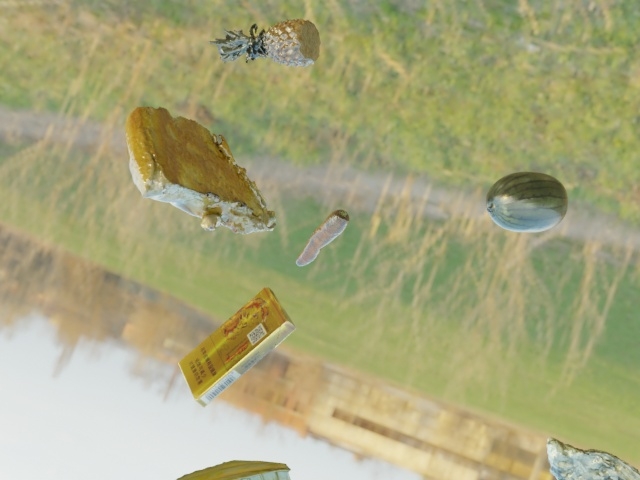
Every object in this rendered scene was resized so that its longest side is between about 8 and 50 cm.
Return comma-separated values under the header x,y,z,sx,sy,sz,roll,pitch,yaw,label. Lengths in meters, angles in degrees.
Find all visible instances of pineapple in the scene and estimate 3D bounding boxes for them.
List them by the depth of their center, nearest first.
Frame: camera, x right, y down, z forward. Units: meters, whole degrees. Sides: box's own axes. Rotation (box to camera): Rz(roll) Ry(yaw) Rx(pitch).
x,y,z,sx,sy,sz,roll,pitch,yaw,label
-0.063,-0.218,1.379,0.124,0.058,0.058,-2,160,32,pineapple

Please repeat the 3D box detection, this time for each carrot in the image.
x,y,z,sx,sy,sz,roll,pitch,yaw,label
-0.001,-0.001,2.037,0.035,0.036,0.165,24,137,-20,carrot

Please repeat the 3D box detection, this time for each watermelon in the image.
x,y,z,sx,sy,sz,roll,pitch,yaw,label
0.247,-0.046,1.473,0.110,0.078,0.078,0,-177,-30,watermelon

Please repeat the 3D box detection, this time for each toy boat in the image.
x,y,z,sx,sy,sz,roll,pitch,yaw,label
-0.100,0.235,1.028,0.066,0.172,0.065,47,156,49,toy boat

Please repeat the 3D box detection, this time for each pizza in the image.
x,y,z,sx,sy,sz,roll,pitch,yaw,label
-0.173,-0.090,1.773,0.071,0.189,0.297,-37,148,24,pizza

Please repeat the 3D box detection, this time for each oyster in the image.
x,y,z,sx,sy,sz,roll,pitch,yaw,label
0.395,0.346,1.739,0.177,0.125,0.064,22,-143,13,oyster

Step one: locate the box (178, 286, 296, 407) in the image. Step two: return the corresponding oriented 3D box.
x,y,z,sx,sy,sz,roll,pitch,yaw,label
-0.107,0.134,1.546,0.022,0.156,0.089,47,-177,-38,box
